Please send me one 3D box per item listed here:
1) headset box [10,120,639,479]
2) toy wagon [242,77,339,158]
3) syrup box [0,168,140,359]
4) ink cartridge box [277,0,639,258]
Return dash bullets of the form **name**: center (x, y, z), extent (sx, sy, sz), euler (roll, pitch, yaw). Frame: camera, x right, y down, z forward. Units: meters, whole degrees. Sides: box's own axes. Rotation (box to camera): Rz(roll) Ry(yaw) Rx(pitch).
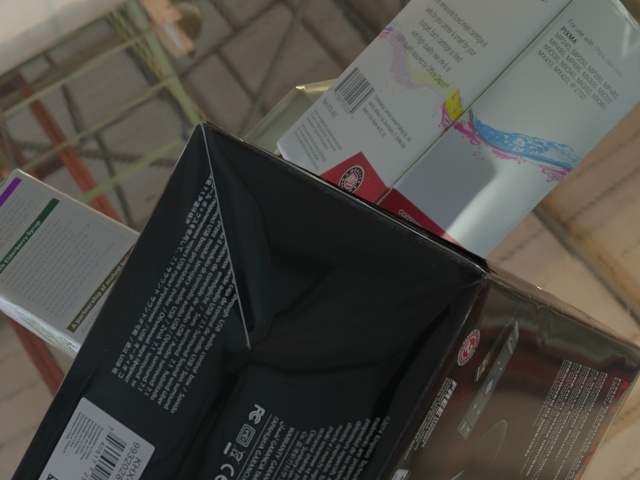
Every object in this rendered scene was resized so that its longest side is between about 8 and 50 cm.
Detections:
- **headset box**: center (0.012, 0.102, 0.516), extent (0.110, 0.293, 0.218), euler (29, -88, 25)
- **toy wagon**: center (0.000, 0.000, 1.292), extent (0.267, 0.344, 0.068), euler (-14, -137, -33)
- **syrup box**: center (-0.157, 0.042, 0.980), extent (0.237, 0.093, 0.096), euler (27, -107, 36)
- **ink cartridge box**: center (0.073, -0.068, 0.687), extent (0.175, 0.072, 0.127), euler (-46, -151, 10)
